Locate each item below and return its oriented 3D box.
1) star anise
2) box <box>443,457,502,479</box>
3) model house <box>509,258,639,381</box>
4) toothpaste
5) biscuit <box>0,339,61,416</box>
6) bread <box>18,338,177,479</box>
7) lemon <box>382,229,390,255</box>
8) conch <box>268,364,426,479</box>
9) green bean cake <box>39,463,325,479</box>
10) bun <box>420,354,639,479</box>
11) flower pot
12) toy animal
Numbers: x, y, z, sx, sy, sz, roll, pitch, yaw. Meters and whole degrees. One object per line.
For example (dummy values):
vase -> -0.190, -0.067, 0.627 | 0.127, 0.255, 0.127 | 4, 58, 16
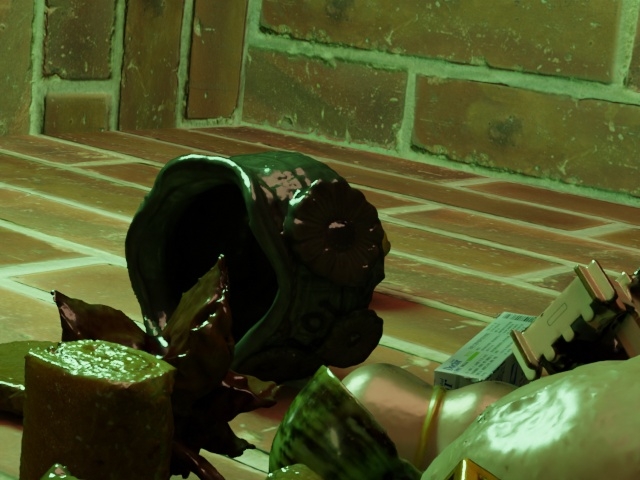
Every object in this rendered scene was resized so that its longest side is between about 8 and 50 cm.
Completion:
star anise -> -0.104, 0.156, 1.330 | 0.346, 0.237, 0.148 | 40, 15, 3
box -> 0.170, 0.268, 0.760 | 0.301, 0.084, 0.193 | 34, 25, -8
model house -> 0.367, 0.166, 1.354 | 0.326, 0.169, 0.244 | 23, 32, -37
toothpaste -> 0.207, 0.157, 1.743 | 0.067, 0.081, 0.336 | 9, 12, 20
biscuit -> -0.290, 0.155, 1.608 | 0.226, 0.042, 0.226 | 5, 10, -1
bread -> -0.185, 0.178, 1.219 | 0.132, 0.172, 0.103 | 13, 14, 29
lemon -> -0.003, 0.001, 2.190 | 0.193, 0.180, 0.180 | -21, 19, -14
conch -> 0.038, 0.214, 1.201 | 0.181, 0.124, 0.187 | 32, -21, 26
green bean cake -> -0.087, 0.250, 1.037 | 0.236, 0.124, 0.233 | 2, 13, -15
bun -> 0.245, 0.192, 0.986 | 0.362, 0.234, 0.326 | 8, -25, 16
flower pot -> -0.069, 0.033, 1.731 | 0.302, 0.301, 0.213 | 15, 14, 39
toy animal -> 0.104, 0.192, 1.392 | 0.248, 0.149, 0.165 | 0, 22, 19
